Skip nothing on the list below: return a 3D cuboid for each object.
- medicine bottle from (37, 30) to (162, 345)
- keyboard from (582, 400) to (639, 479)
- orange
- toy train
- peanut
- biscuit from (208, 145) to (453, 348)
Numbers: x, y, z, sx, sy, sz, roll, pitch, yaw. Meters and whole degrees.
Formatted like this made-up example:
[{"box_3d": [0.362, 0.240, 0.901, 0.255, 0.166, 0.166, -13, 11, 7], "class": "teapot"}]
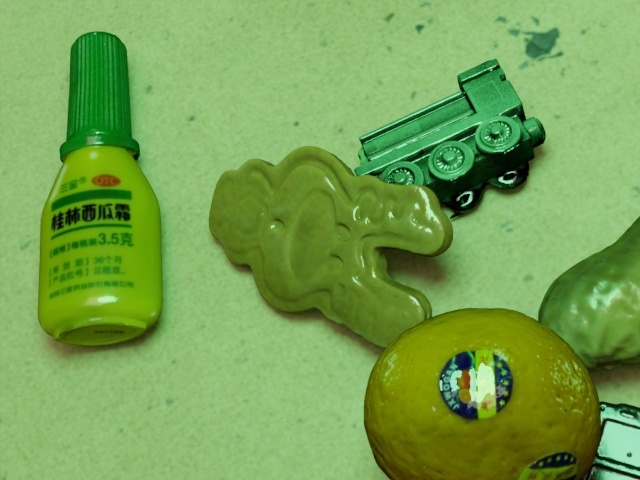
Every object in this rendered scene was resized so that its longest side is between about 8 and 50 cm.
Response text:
[{"box_3d": [-0.202, -0.053, 1.208, 0.111, 0.076, 0.308, -6, 63, 2], "class": "medicine bottle"}, {"box_3d": [0.318, 0.200, 0.994, 0.262, 0.016, 0.106, 14, 69, 20], "class": "keyboard"}, {"box_3d": [0.120, 0.127, 0.985, 0.178, 0.177, 0.155, -6, 67, 11], "class": "orange"}, {"box_3d": [0.107, -0.079, 1.151, 0.171, 0.071, 0.111, -24, 53, 3], "class": "toy train"}, {"box_3d": [0.277, 0.026, 1.044, 0.229, 0.098, 0.103, -34, 104, -3], "class": "peanut"}, {"box_3d": [0.000, -0.004, 1.124, 0.236, 0.040, 0.144, 19, 93, 30], "class": "biscuit"}]
